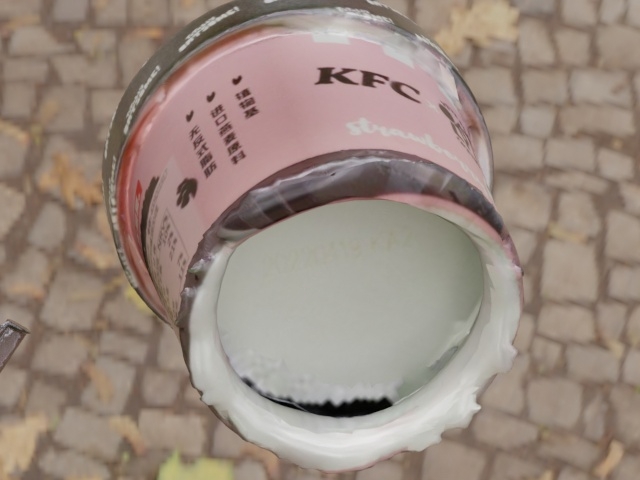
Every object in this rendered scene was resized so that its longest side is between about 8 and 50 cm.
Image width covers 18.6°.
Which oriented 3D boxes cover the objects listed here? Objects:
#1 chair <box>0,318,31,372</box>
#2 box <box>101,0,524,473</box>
[{"bbox_3d":[-0.349,0.136,1.180,0.183,0.175,0.326,33,88,-21],"label":"chair"},{"bbox_3d":[0.000,0.000,0.711,0.151,0.151,0.135,-5,27,-8],"label":"box"}]
